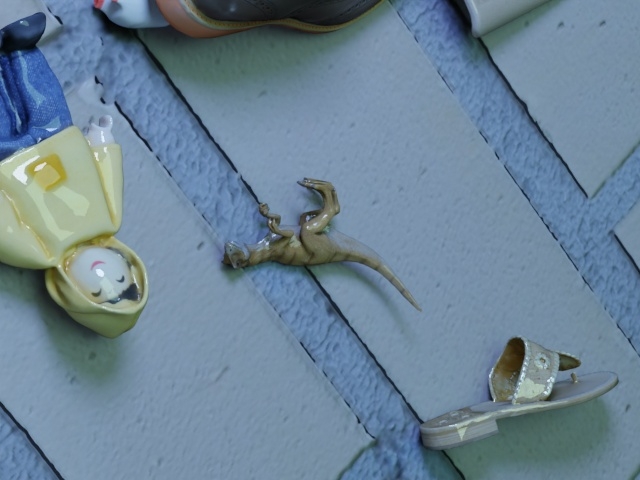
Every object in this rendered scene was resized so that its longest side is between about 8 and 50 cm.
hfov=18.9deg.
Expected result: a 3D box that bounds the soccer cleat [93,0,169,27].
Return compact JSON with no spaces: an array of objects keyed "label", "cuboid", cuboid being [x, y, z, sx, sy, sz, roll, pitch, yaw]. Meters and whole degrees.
[{"label":"soccer cleat","cuboid":[-0.163,-0.291,1.778,0.076,0.068,0.196,8,84,-37]}]

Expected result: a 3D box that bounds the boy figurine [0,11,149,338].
[{"label":"boy figurine","cuboid":[-0.240,-0.044,1.666,0.177,0.092,0.285,-23,91,-37]}]

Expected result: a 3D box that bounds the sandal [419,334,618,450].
[{"label":"sandal","cuboid":[0.198,0.136,1.922,0.240,0.088,0.079,-17,97,-29]}]

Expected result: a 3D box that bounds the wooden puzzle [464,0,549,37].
[{"label":"wooden puzzle","cuboid":[0.175,-0.349,2.008,0.221,0.044,0.239,-31,103,-45]}]

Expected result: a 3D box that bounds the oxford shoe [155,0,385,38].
[{"label":"oxford shoe","cuboid":[0.008,-0.266,1.820,0.363,0.132,0.130,-24,97,-48]}]

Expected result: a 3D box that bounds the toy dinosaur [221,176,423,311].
[{"label":"toy dinosaur","cuboid":[0.000,0.000,1.843,0.211,0.064,0.112,6,96,-23]}]
